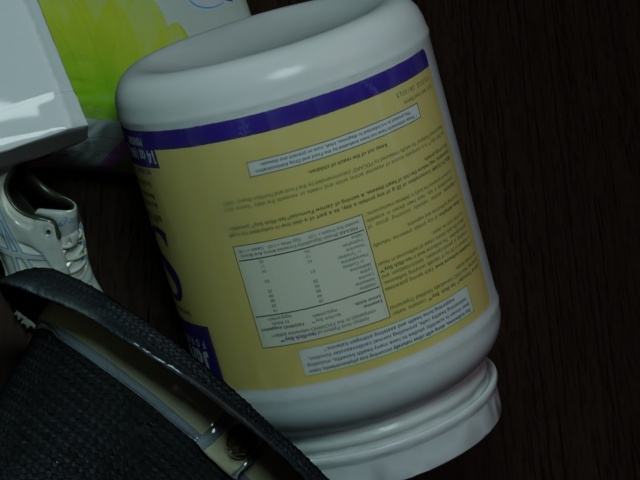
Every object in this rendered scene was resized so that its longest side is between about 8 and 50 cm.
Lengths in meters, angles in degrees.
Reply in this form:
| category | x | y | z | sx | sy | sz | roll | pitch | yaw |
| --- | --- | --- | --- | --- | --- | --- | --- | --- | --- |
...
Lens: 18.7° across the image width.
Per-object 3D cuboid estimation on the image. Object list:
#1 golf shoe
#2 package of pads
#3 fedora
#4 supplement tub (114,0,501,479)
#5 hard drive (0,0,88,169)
| category | x | y | z | sx | sy | sz | roll | pitch | yaw |
| --- | --- | --- | --- | --- | --- | --- | --- | --- | --- |
| golf shoe | -0.201 | 0.011 | 1.450 | 0.176 | 0.086 | 0.069 | 49 | 38 | -9 |
| package of pads | -0.178 | -0.166 | 1.584 | 0.296 | 0.101 | 0.229 | 2 | 62 | -43 |
| fedora | -0.124 | 0.172 | 1.329 | 0.334 | 0.334 | 0.152 | 43 | 75 | -13 |
| supplement tub | 0.000 | 0.000 | 1.470 | 0.241 | 0.241 | 0.331 | -34 | 113 | -50 |
| hard drive | -0.319 | -0.182 | 1.425 | 0.203 | 0.040 | 0.307 | -20 | 75 | -12 |
